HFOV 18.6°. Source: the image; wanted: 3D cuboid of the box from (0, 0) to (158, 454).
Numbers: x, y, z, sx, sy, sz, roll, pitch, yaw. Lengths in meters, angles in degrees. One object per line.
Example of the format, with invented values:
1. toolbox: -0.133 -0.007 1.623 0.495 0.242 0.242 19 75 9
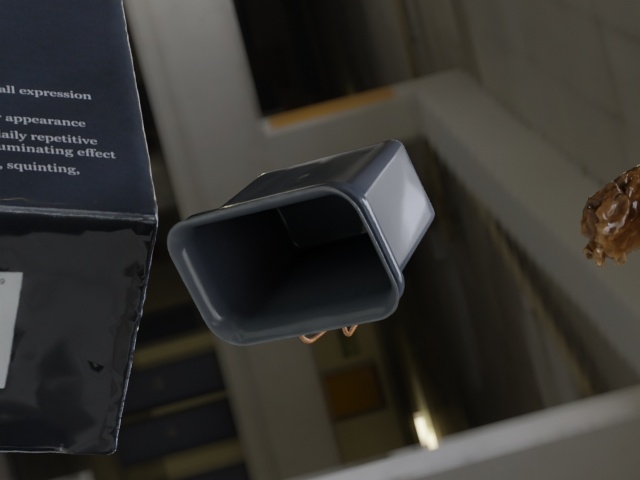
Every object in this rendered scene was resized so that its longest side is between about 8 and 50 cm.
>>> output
1. box: -0.286 -0.065 1.327 0.395 0.294 0.212 -104 -158 -49

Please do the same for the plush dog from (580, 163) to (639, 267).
1. plush dog: 0.258 0.032 0.932 0.225 0.211 0.262 53 -38 13

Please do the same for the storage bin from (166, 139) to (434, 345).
1. storage bin: 0.000 0.000 1.119 0.091 0.135 0.098 -48 117 -48
